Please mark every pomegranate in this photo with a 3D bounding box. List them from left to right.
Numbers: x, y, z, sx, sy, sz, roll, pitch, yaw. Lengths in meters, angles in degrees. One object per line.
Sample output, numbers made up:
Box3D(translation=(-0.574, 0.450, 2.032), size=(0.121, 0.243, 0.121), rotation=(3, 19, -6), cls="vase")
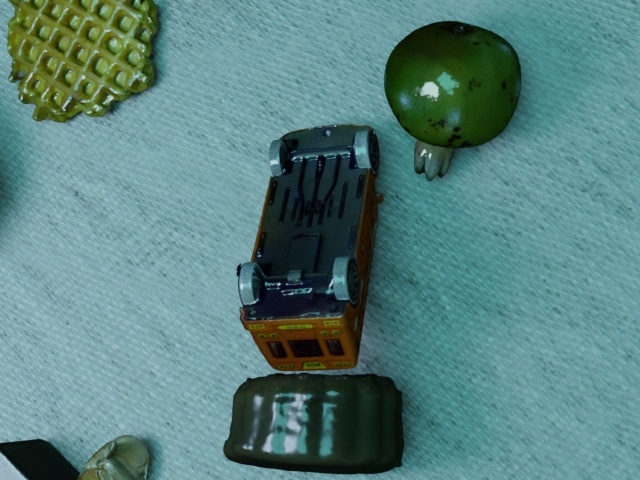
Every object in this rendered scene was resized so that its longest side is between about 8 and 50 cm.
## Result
Box3D(translation=(0.166, -0.175, 1.499), size=(0.180, 0.180, 0.209), rotation=(17, 117, 16), cls="pomegranate")

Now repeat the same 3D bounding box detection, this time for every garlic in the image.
Box3D(translation=(-0.280, 0.321, 1.608), size=(0.113, 0.074, 0.094), rotation=(-44, 103, 4), cls="garlic")

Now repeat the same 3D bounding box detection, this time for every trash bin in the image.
Box3D(translation=(-0.450, 0.398, 1.600), size=(0.122, 0.164, 0.240), rotation=(40, 95, 15), cls="trash bin")

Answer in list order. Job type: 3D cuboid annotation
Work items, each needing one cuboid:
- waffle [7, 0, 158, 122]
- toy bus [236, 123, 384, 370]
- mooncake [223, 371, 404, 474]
Box3D(translation=(-0.350, -0.298, 1.702), size=(0.245, 0.052, 0.254), rotation=(-12, 82, 15), cls="waffle")
Box3D(translation=(0.000, 0.000, 1.486), size=(0.143, 0.153, 0.329), rotation=(-5, 48, 16), cls="toy bus")
Box3D(translation=(-0.007, 0.226, 1.468), size=(0.228, 0.228, 0.124), rotation=(0, 77, 15), cls="mooncake")
